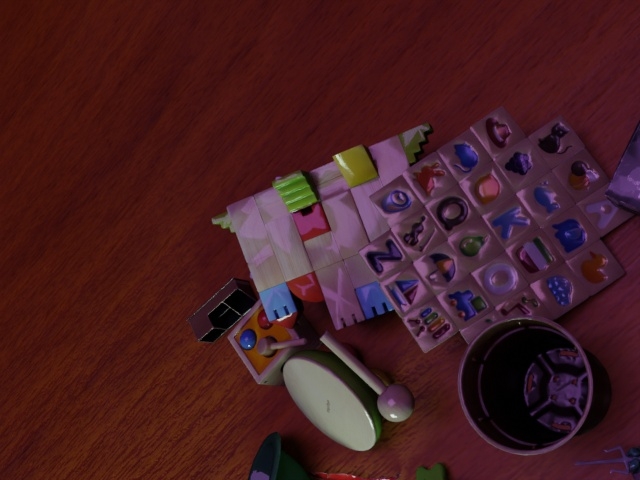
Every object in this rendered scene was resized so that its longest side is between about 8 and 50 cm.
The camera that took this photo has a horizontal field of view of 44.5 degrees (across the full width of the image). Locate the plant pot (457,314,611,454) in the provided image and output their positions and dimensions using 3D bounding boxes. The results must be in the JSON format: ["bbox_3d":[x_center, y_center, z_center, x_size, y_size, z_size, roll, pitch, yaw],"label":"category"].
[{"bbox_3d":[0.286,0.187,1.001,0.167,0.165,0.166,-9,73,33],"label":"plant pot"}]

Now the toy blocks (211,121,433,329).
[{"bbox_3d":[0.040,0.016,1.214,0.382,0.191,0.260,-21,86,13],"label":"toy blocks"}]

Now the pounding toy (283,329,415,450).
[{"bbox_3d":[0.053,0.208,1.189,0.183,0.110,0.237,46,147,4],"label":"pounding toy"}]

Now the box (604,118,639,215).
[{"bbox_3d":[0.541,-0.100,0.938,0.307,0.076,0.242,29,95,32],"label":"box"}]

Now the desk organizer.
[{"bbox_3d":[-0.177,0.128,1.419,0.130,0.047,0.050,-42,60,20],"label":"desk organizer"}]

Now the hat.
[{"bbox_3d":[-0.013,0.413,1.245,0.208,0.184,0.172,155,133,-75],"label":"hat"}]

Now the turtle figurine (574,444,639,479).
[{"bbox_3d":[0.393,0.329,0.925,0.234,0.118,0.175,-17,28,30],"label":"turtle figurine"}]

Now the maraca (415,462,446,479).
[{"bbox_3d":[0.163,0.390,1.084,0.127,0.099,0.185,-49,30,6],"label":"maraca"}]

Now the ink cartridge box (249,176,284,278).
[{"bbox_3d":[0.000,0.000,1.322,0.232,0.066,0.189,12,85,41],"label":"ink cartridge box"}]

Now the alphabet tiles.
[{"bbox_3d":[0.239,-0.009,1.081,0.343,0.011,0.285,-34,79,3],"label":"alphabet tiles"}]

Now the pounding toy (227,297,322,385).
[{"bbox_3d":[-0.071,0.167,1.300,0.130,0.100,0.141,-50,56,15],"label":"pounding toy"}]
